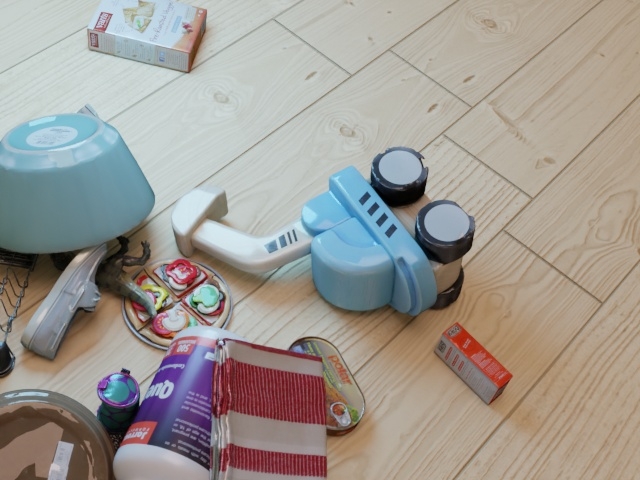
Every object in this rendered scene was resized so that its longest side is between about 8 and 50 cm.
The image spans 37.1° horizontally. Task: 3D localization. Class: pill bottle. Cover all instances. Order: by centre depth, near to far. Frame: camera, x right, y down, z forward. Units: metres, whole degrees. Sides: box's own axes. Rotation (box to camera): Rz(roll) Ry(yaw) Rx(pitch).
[{"bbox_3d":[-0.207,0.306,1.503,0.181,0.181,0.323,19,52,4],"label":"pill bottle"}]

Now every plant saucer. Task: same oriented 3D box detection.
[{"bbox_3d":[-0.443,0.361,1.447,0.277,0.041,0.278,7,70,-18],"label":"plant saucer"}]

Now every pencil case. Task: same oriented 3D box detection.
[{"bbox_3d":[-0.327,0.263,1.531,0.070,0.152,0.064,30,57,4],"label":"pencil case"}]

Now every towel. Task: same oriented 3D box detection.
[{"bbox_3d":[-0.071,0.325,1.477,0.237,0.037,0.329,19,62,-43],"label":"towel"}]

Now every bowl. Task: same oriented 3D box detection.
[{"bbox_3d":[-0.462,-0.121,1.710,0.311,0.163,0.312,-3,30,2],"label":"bowl"}]

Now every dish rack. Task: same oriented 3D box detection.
[{"bbox_3d":[-0.608,0.094,1.657,0.208,0.074,0.272,10,51,-5],"label":"dish rack"}]

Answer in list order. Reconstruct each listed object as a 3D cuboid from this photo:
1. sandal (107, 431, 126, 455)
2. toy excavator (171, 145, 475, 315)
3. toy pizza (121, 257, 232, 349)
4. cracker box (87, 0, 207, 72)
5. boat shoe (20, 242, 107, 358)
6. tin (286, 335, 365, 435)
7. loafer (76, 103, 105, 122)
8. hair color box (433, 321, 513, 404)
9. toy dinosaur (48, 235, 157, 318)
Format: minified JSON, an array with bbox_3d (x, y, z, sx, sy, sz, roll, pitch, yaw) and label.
[{"bbox_3d":[-0.367,0.340,1.529,0.179,0.040,0.067,10,62,-17],"label":"sandal"},{"bbox_3d":[0.000,0.000,1.774,0.445,0.222,0.433,-28,62,-18],"label":"toy excavator"},{"bbox_3d":[-0.259,0.109,1.734,0.201,0.032,0.201,5,53,-7],"label":"toy pizza"},{"bbox_3d":[-0.384,-0.472,2.124,0.232,0.067,0.156,13,52,-1],"label":"cracker box"},{"bbox_3d":[-0.426,0.102,1.658,0.081,0.079,0.228,33,77,-4],"label":"boat shoe"},{"bbox_3d":[0.006,0.255,1.674,0.106,0.040,0.190,-19,59,-18],"label":"tin"},{"bbox_3d":[-0.458,-0.230,1.949,0.039,0.045,0.125,-35,59,-12],"label":"loafer"},{"bbox_3d":[0.275,0.222,1.727,0.043,0.072,0.141,-33,66,-29],"label":"hair color box"},{"bbox_3d":[-0.369,0.046,1.730,0.268,0.064,0.118,24,65,23],"label":"toy dinosaur"}]
